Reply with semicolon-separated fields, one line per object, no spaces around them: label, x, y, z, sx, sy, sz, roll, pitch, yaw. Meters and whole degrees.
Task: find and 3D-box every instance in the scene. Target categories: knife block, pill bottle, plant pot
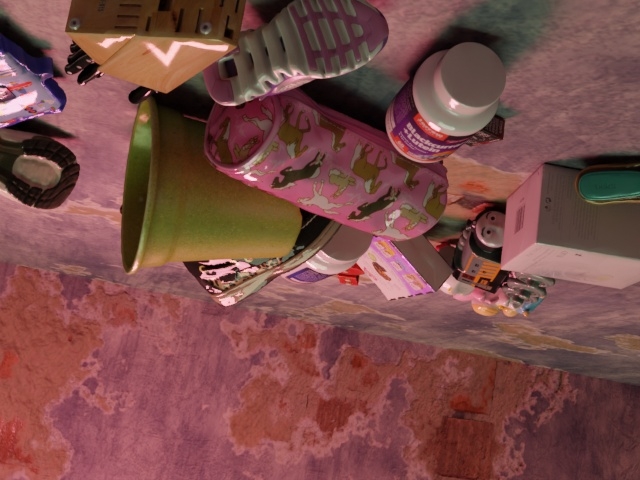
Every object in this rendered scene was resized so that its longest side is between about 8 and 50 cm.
knife block;-0.191;-0.238;1.177;0.275;0.088;0.242;5;168;16
pill bottle;0.000;0.000;1.934;0.153;0.153;0.264;13;167;-17
pill bottle;0.155;-0.170;1.181;0.108;0.108;0.193;11;167;-9
plant pot;-0.167;-0.073;1.519;0.253;0.276;0.276;6;169;-19

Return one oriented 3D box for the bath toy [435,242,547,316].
bath toy;0.361;0.091;2.172;0.348;0.129;0.151;20;120;-46

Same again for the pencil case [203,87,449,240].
pencil case;0.016;-0.118;1.398;0.386;0.167;0.160;19;-176;-40

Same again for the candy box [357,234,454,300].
candy box;0.157;0.037;2.002;0.165;0.070;0.196;49;156;-11

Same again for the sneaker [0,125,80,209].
sneaker;-0.634;-0.174;1.696;0.182;0.158;0.410;21;173;41

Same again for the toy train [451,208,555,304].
toy train;0.359;0.029;1.872;0.190;0.142;0.334;18;168;7

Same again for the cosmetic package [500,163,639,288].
cosmetic package;0.439;-0.015;1.595;0.224;0.138;0.224;8;168;-2

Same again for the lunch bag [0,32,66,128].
lunch bag;-0.524;-0.239;1.394;0.293;0.138;0.221;-5;164;8

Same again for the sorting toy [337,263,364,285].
sorting toy;0.002;0.034;2.227;0.257;0.090;0.255;8;167;7

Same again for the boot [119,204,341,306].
boot;-0.148;-0.063;1.716;0.377;0.138;0.284;-34;118;30

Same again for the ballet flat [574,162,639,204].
ballet flat;0.496;-0.090;1.418;0.232;0.080;0.073;5;-165;28

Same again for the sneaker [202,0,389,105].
sneaker;-0.021;-0.224;1.130;0.236;0.095;0.104;-12;-179;30

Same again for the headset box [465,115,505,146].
headset box;0.214;-0.160;1.352;0.083;0.032;0.062;17;166;-36
